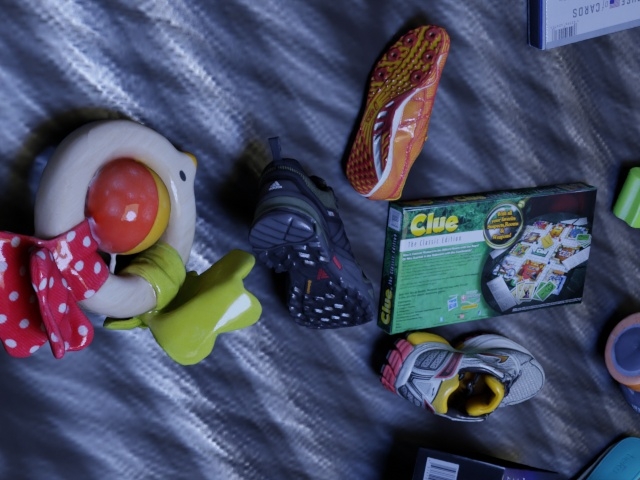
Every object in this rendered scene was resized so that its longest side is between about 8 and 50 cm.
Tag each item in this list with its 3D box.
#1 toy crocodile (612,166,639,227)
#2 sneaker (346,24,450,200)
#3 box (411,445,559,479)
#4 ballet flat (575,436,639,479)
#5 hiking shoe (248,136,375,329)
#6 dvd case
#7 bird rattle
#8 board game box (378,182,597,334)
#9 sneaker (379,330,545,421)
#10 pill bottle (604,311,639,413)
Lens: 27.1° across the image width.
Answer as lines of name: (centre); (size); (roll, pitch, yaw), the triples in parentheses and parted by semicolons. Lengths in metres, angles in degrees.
toy crocodile: (0.494, -0.052, 1.496); (0.340, 0.105, 0.115); (-1, 132, -10)
sneaker: (0.077, -0.122, 1.259); (0.067, 0.064, 0.175); (9, 108, -56)
box: (0.152, 0.355, 1.376); (0.184, 0.103, 0.261); (22, 79, -63)
ballet flat: (0.308, 0.327, 1.562); (0.248, 0.086, 0.086); (-31, 122, -22)
hiking shoe: (0.000, 0.000, 1.222); (0.227, 0.086, 0.114); (63, 25, -56)
dvd case: (0.283, -0.324, 1.328); (0.179, 0.029, 0.239); (-17, 116, -28)
bird rattle: (-0.179, 0.002, 1.092); (0.253, 0.143, 0.207); (13, 77, -43)
board game box: (0.178, 0.016, 1.387); (0.259, 0.030, 0.136); (-6, 113, -32)
sneaker: (0.162, 0.153, 1.376); (0.225, 0.092, 0.088); (4, 113, -45)
pill bottle: (0.435, 0.163, 1.546); (0.245, 0.130, 0.130); (28, 91, -38)
